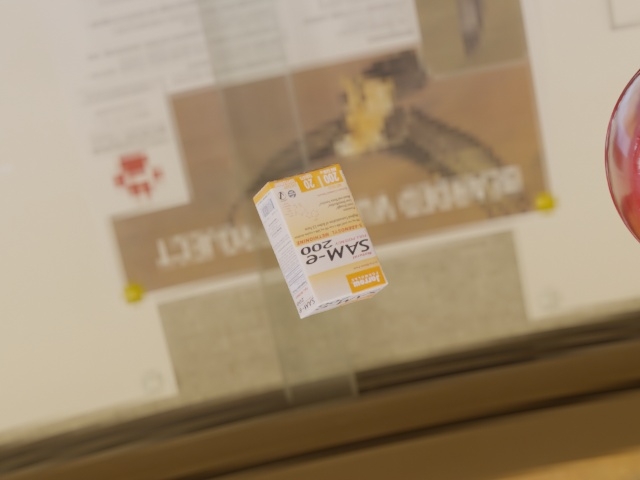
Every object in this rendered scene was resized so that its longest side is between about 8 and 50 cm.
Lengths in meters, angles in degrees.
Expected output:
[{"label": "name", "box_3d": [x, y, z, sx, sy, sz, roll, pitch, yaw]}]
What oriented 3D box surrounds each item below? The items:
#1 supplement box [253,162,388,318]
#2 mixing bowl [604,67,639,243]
[{"label": "supplement box", "box_3d": [0.000, 0.000, 1.442, 0.062, 0.098, 0.036, -17, 167, -28]}, {"label": "mixing bowl", "box_3d": [0.276, -0.049, 1.355, 0.181, 0.181, 0.098, -4, -171, 19]}]
